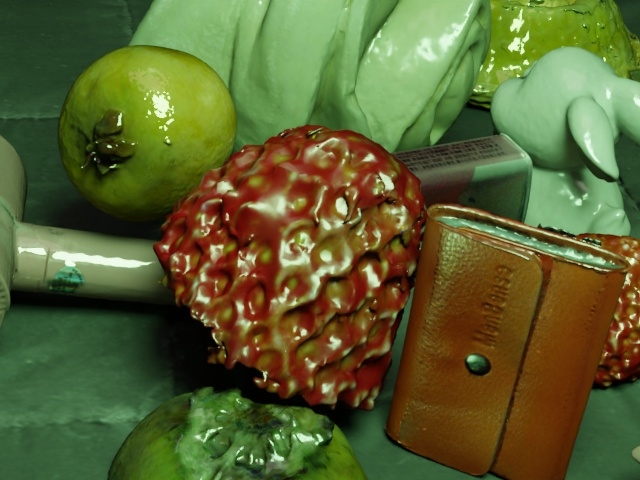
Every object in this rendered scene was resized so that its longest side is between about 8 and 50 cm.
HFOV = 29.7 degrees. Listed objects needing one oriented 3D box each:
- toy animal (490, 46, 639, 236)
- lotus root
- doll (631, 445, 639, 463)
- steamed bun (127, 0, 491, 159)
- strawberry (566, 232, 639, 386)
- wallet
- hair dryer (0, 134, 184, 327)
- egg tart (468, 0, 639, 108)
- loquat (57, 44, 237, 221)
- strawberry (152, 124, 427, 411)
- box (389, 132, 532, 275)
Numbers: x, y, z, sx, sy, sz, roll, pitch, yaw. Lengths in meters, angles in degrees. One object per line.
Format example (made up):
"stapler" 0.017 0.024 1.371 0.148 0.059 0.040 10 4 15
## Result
"toy animal" 0.243 -0.076 1.148 0.127 0.193 0.178 -13 46 -25
"lotus root" -0.053 0.157 0.849 0.183 0.078 0.203 -11 35 -24
"doll" 0.260 0.222 0.772 0.211 0.093 0.262 0 36 4
"steamed bun" 0.021 -0.183 1.160 0.255 0.342 0.368 46 25 9
"strawberry" 0.227 0.038 1.038 0.236 0.106 0.175 -3 34 -11
"wallet" 0.128 0.081 0.869 0.142 0.204 0.045 18 33 15
"hair dryer" -0.205 0.010 1.039 0.352 0.125 0.210 8 31 -13
"egg tart" 0.245 -0.272 1.496 0.345 0.132 0.345 3 36 -2
"loquat" -0.142 -0.088 0.988 0.163 0.163 0.137 -24 84 -37
"strawberry" 0.000 0.000 0.920 0.234 0.178 0.234 35 18 -14
"box" 0.078 -0.023 1.102 0.224 0.120 0.069 -9 38 -24
